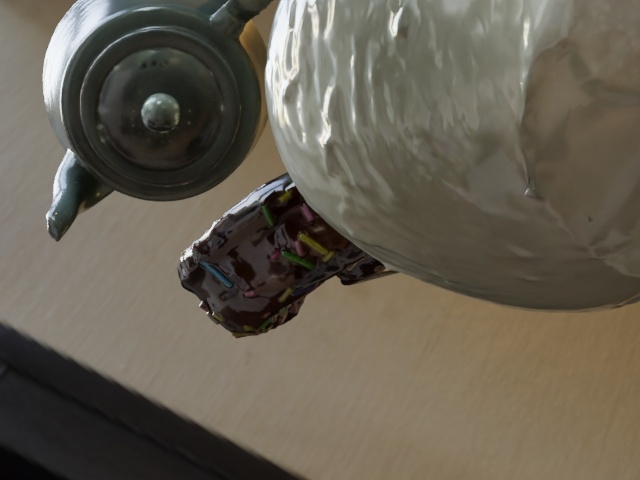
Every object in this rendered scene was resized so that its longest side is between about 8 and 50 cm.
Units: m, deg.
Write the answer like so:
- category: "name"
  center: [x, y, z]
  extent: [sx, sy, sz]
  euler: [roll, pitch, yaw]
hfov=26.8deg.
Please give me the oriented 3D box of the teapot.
- category: "teapot"
  center: [-0.100, -0.102, 0.884]
  extent: [0.162, 0.149, 0.239]
  euler: [42, -84, -13]

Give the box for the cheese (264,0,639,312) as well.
- category: "cheese"
  center: [0.080, -0.052, 0.452]
  extent: [0.189, 0.198, 0.154]
  euler: [9, -82, 46]

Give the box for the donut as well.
- category: "donut"
  center: [-0.001, 0.000, 1.127]
  extent: [0.096, 0.230, 0.216]
  euler: [62, -32, 9]
